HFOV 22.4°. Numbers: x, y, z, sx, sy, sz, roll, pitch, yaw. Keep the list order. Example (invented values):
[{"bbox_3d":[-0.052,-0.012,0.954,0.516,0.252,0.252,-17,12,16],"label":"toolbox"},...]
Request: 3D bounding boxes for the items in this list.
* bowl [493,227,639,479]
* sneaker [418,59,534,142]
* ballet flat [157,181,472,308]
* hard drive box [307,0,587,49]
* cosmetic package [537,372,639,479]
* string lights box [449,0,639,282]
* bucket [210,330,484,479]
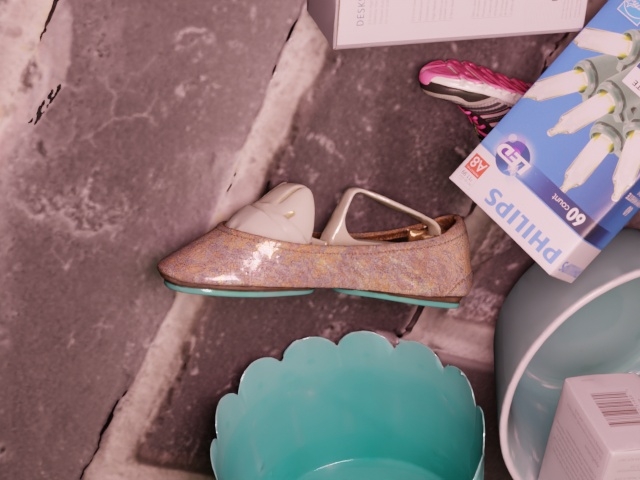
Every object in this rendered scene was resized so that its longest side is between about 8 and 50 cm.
[{"bbox_3d":[0.298,0.111,1.630,0.311,0.163,0.312,-9,124,-14],"label":"bowl"},{"bbox_3d":[0.159,-0.115,1.498,0.170,0.063,0.075,14,112,-30],"label":"sneaker"},{"bbox_3d":[0.000,0.000,1.510,0.316,0.107,0.106,3,100,-27],"label":"ballet flat"},{"bbox_3d":[0.114,-0.267,1.368,0.232,0.089,0.181,-6,123,-16],"label":"hard drive box"},{"bbox_3d":[0.264,0.253,1.539,0.085,0.117,0.231,-1,123,-15],"label":"cosmetic package"},{"bbox_3d":[0.254,-0.103,1.417,0.260,0.133,0.076,-49,158,10],"label":"string lights box"},{"bbox_3d":[0.035,0.245,1.566,0.281,0.281,0.183,-17,134,-8],"label":"bucket"}]
